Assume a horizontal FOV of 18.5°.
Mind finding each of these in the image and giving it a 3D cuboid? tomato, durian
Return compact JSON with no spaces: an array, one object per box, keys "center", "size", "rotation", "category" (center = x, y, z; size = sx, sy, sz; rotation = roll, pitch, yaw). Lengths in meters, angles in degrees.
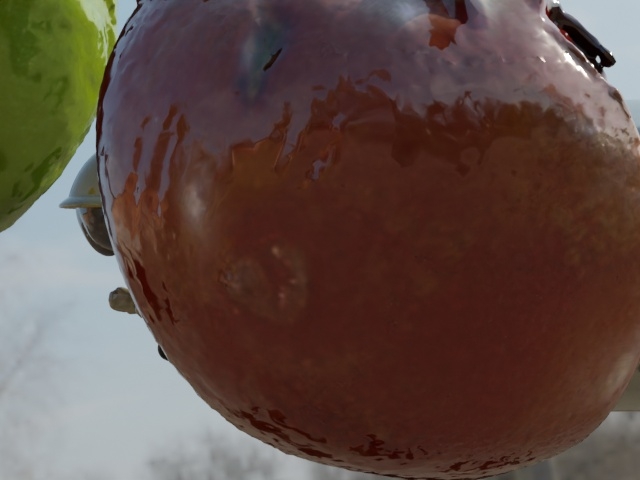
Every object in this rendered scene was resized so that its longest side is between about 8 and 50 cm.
[{"center":[-0.003,-0.002,0.933],"size":[0.309,0.309,0.170],"rotation":[-20,2,42],"category":"tomato"},{"center":[-0.276,-0.148,1.487],"size":[0.255,0.340,0.204],"rotation":[-3,20,9],"category":"durian"}]

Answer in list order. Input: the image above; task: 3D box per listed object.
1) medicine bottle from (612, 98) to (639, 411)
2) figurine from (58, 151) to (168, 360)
[{"center":[0.130,0.011,1.166],"size":[0.324,0.179,0.124],"rotation":[-1,22,15],"category":"medicine bottle"},{"center":[-0.185,0.001,2.283],"size":[0.167,0.257,0.192],"rotation":[-37,16,-35],"category":"figurine"}]
